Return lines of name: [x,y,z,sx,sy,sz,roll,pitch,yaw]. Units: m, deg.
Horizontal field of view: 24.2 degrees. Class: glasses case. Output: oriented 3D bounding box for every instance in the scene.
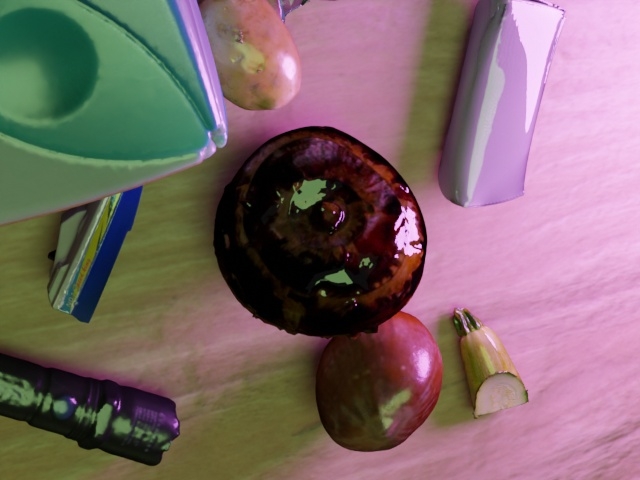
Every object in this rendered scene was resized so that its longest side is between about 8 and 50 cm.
glasses case: [0.251,-0.201,2.085,0.128,0.083,0.308,3,110,-25]

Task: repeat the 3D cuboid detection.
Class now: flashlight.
flashlight: [-0.395,0.205,2.030,0.424,0.103,0.103,21,103,-24]

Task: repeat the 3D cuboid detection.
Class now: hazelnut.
hazelnut: [0.083,0.206,2.128,0.176,0.214,0.214,19,105,-10]

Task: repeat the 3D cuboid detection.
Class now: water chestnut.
water chestnut: [0.000,0.000,2.010,0.300,0.300,0.300,-7,113,-16]

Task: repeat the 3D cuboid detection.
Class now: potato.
potato: [-0.097,-0.247,1.935,0.118,0.109,0.178,-25,112,18]

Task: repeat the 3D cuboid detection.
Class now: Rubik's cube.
Rubik's cube: [-0.316,-0.246,1.704,0.347,0.352,0.351,-18,111,-1]

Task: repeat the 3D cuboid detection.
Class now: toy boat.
toy boat: [-0.282,-0.048,1.946,0.088,0.129,0.295,22,102,-13]

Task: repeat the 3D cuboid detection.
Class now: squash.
squash: [0.248,0.186,2.244,0.090,0.075,0.200,-16,117,17]

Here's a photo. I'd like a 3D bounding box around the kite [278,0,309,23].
kite: [0.040,-0.468,1.944,0.368,0.014,0.406,32,98,-27]
